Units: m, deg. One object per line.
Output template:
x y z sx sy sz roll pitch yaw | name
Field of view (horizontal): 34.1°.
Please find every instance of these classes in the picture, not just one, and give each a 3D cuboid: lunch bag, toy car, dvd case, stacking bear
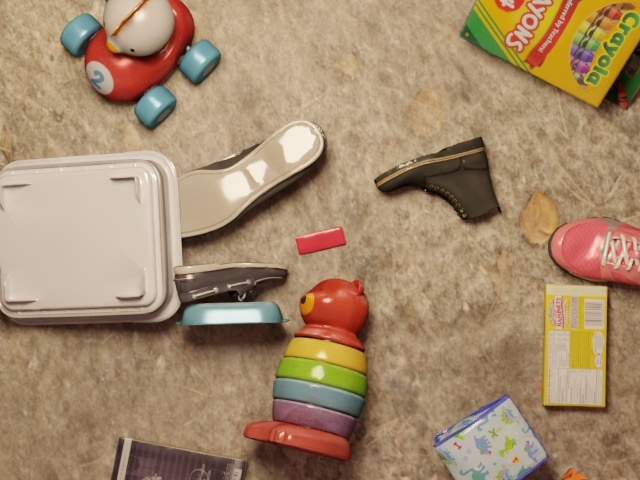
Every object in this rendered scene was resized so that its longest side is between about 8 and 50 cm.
0.282 0.345 1.729 0.151 0.096 0.128 -34 87 8 | lunch bag
-0.307 -0.333 1.699 0.219 0.238 0.210 44 88 3 | toy car
-0.246 0.431 1.763 0.221 0.018 0.164 10 88 0 | dvd case
0.003 0.201 1.712 0.164 0.175 0.289 19 76 -23 | stacking bear

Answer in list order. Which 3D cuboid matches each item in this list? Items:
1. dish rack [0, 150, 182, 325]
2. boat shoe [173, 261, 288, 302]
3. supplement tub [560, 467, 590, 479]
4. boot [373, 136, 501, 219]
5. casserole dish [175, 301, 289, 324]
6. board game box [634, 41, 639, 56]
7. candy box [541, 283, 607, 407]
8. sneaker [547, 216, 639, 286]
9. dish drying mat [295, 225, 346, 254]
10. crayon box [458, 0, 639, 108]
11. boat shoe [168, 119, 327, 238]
-0.399 -0.001 1.726 0.333 0.072 0.285 -3 91 13 | dish rack
-0.147 0.069 1.732 0.206 0.075 0.065 -2 90 -32 | boat shoe
0.377 0.548 1.661 0.207 0.207 0.338 34 87 2 | supplement tub
0.202 -0.082 1.769 0.198 0.077 0.137 -19 92 0 | boot
-0.146 0.120 1.732 0.188 0.114 0.037 -2 87 0 | casserole dish
0.531 -0.443 1.794 0.194 0.060 0.194 29 87 2 | board game box
0.431 0.178 1.773 0.105 0.027 0.205 2 86 3 | candy box
0.539 0.023 1.728 0.314 0.136 0.115 12 86 1 | sneaker
0.000 0.000 1.794 0.083 0.008 0.032 -13 87 -2 | dish drying mat
0.417 -0.363 1.733 0.319 0.081 0.202 27 119 2 | crayon box
-0.136 -0.094 1.768 0.335 0.095 0.112 -28 84 4 | boat shoe
